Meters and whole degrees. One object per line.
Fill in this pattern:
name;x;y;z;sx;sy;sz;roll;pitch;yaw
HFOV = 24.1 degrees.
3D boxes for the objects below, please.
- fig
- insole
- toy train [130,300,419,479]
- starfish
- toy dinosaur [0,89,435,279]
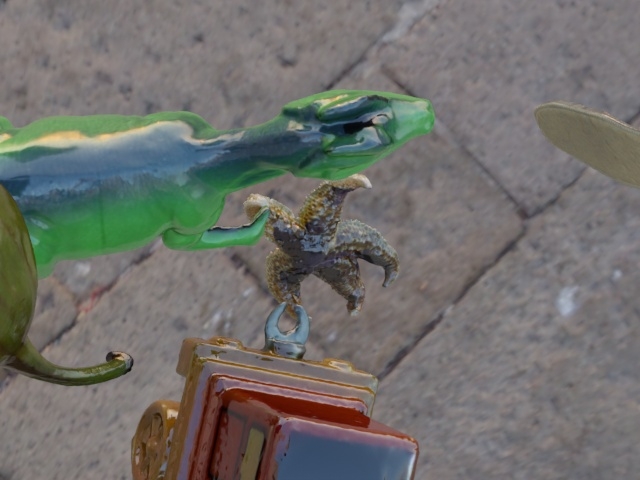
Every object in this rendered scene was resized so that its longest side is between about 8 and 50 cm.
fig;-0.188;0.041;0.847;0.236;0.124;0.124;46;54;-47
insole;0.256;-0.067;1.205;0.011;0.248;0.081;-41;121;-15
toy train;-0.045;0.229;1.091;0.163;0.231;0.369;13;88;-23
starfish;-0.001;-0.002;1.683;0.238;0.216;0.071;24;31;-40
toy dinosaur;-0.210;-0.025;0.946;0.500;0.374;0.144;-8;88;-47
